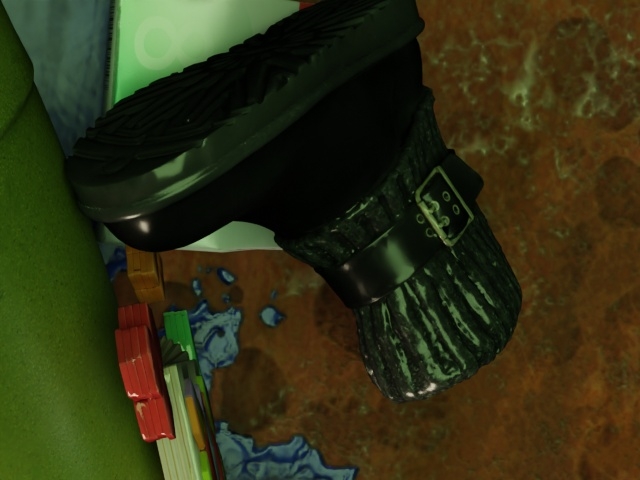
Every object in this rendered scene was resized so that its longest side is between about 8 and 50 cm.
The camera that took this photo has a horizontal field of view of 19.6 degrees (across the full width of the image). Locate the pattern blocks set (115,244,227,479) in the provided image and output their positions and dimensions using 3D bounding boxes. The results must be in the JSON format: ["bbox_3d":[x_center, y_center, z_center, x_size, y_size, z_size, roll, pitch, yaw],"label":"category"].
[{"bbox_3d":[-0.080,0.136,1.170,0.026,0.325,0.285,-12,103,0],"label":"pattern blocks set"}]

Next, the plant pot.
[{"bbox_3d":[-0.270,0.068,1.127,0.366,0.366,0.353,-32,112,-8],"label":"plant pot"}]

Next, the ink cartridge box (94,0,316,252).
[{"bbox_3d":[-0.040,-0.081,1.297,0.224,0.056,0.181,3,94,-11],"label":"ink cartridge box"}]

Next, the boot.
[{"bbox_3d":[0.004,-0.001,1.189,0.348,0.131,0.260,-35,113,-47],"label":"boot"}]
